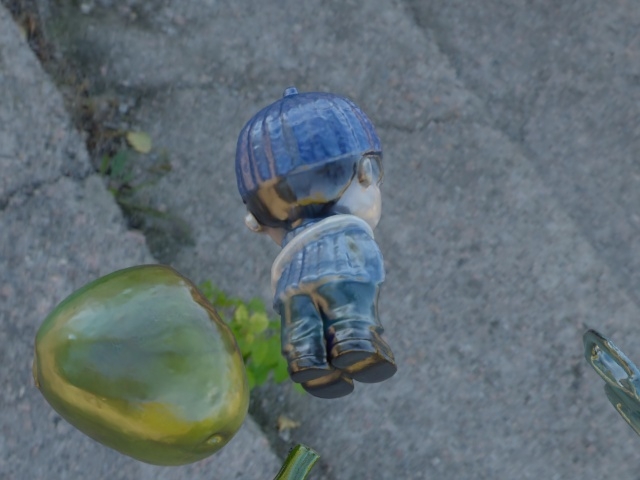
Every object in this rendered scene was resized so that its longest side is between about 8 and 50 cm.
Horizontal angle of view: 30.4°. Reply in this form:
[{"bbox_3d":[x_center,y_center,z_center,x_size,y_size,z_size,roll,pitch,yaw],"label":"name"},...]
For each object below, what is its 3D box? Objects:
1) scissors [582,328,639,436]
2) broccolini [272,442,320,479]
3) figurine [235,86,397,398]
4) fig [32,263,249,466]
[{"bbox_3d":[0.289,0.174,0.864,0.041,0.138,0.289,-35,41,-1],"label":"scissors"},{"bbox_3d":[-0.010,0.296,0.946,0.123,0.062,0.272,-3,68,21],"label":"broccolini"},{"bbox_3d":[-0.005,-0.003,0.521,0.079,0.077,0.136,41,35,-38],"label":"figurine"},{"bbox_3d":[-0.160,0.111,1.054,0.191,0.181,0.181,3,58,-11],"label":"fig"}]
